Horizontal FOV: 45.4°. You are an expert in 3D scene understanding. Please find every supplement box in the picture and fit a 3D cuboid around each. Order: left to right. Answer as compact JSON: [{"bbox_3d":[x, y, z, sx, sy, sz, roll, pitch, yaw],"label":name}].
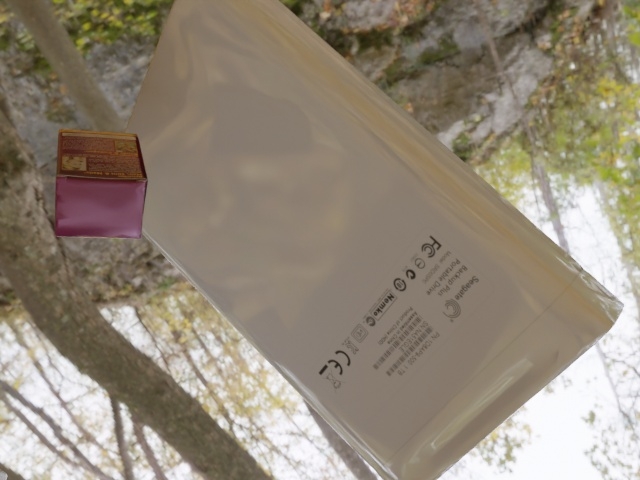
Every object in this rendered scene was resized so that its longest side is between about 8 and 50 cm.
[{"bbox_3d":[-0.145,-0.038,0.501,0.055,0.043,0.083,3,-154,-18],"label":"supplement box"}]

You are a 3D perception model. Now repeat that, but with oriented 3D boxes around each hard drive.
[{"bbox_3d":[0.000,0.000,0.556,0.353,0.233,0.047,43,-141,12],"label":"hard drive"}]

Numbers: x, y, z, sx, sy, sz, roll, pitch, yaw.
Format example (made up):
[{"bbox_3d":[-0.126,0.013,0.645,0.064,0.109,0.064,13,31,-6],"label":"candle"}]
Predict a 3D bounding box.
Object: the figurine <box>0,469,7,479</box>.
[{"bbox_3d":[-0.389,0.305,0.731,0.209,0.215,0.092,-22,-159,-40],"label":"figurine"}]
